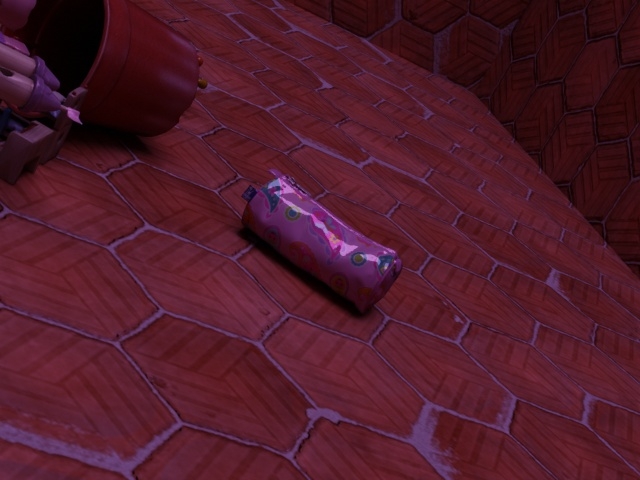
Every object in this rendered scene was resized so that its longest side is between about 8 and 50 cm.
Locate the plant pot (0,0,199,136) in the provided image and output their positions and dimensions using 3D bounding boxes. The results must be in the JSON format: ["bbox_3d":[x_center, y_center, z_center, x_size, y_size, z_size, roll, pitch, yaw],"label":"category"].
[{"bbox_3d":[-0.368,-0.308,1.967,0.272,0.272,0.265,44,15,34],"label":"plant pot"}]

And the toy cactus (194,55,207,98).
[{"bbox_3d":[-0.334,-0.331,2.302,0.180,0.112,0.219,23,27,9],"label":"toy cactus"}]

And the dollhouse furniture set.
[{"bbox_3d":[-0.455,-0.191,1.709,0.129,0.129,0.184,30,19,-2],"label":"dollhouse furniture set"}]

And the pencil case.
[{"bbox_3d":[0.000,0.000,1.916,0.284,0.124,0.124,36,20,14],"label":"pencil case"}]

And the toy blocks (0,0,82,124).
[{"bbox_3d":[-0.488,-0.259,1.595,0.260,0.309,0.289,23,19,-38],"label":"toy blocks"}]
